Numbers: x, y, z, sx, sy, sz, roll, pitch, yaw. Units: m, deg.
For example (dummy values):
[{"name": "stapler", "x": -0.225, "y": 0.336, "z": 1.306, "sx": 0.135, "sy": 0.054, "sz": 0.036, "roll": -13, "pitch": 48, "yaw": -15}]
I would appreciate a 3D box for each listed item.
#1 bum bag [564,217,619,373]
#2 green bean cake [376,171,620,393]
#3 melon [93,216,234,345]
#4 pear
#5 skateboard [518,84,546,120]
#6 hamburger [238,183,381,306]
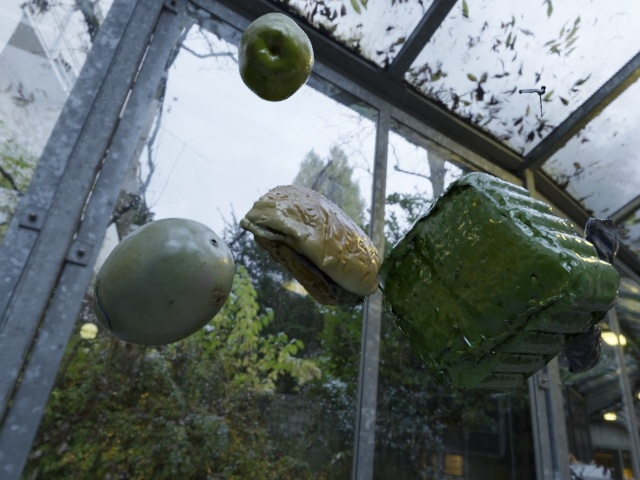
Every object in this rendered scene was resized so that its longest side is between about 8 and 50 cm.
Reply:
[{"name": "bum bag", "x": 0.502, "y": 0.095, "z": 0.826, "sx": 0.137, "sy": 0.309, "sz": 0.074, "roll": 29, "pitch": -17, "yaw": -29}, {"name": "green bean cake", "x": 0.181, "y": 0.048, "z": 0.503, "sx": 0.113, "sy": 0.200, "sz": 0.214, "roll": 11, "pitch": -56, "yaw": -37}, {"name": "melon", "x": -0.348, "y": 0.097, "z": 0.992, "sx": 0.330, "sy": 0.268, "sz": 0.268, "roll": -38, "pitch": -44, "yaw": 18}, {"name": "pear", "x": -0.110, "y": -0.431, "z": 1.054, "sx": 0.198, "sy": 0.198, "sz": 0.198, "roll": 6, "pitch": -26, "yaw": 3}, {"name": "skateboard", "x": 0.538, "y": -0.346, "z": 1.118, "sx": 0.064, "sy": 0.032, "sz": 0.083, "roll": 13, "pitch": -34, "yaw": 43}, {"name": "hamburger", "x": 0.000, "y": 0.000, "z": 0.618, "sx": 0.155, "sy": 0.135, "sz": 0.207, "roll": 34, "pitch": -9, "yaw": 34}]
